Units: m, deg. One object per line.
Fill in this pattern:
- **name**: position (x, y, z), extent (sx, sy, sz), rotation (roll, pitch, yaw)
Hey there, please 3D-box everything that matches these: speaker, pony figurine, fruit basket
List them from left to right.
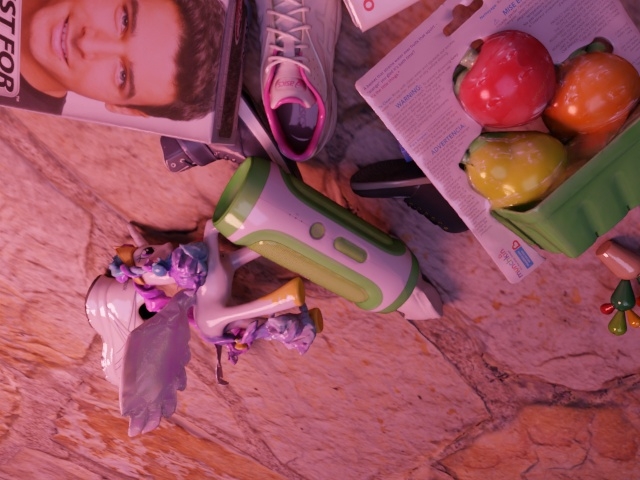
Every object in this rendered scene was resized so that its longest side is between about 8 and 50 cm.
- **pony figurine**: position (-0.189, 0.119, 0.764), extent (0.364, 0.303, 0.351), rotation (-9, 90, 14)
- **speaker**: position (0.000, 0.000, 0.633), extent (0.296, 0.131, 0.131), rotation (30, 121, -23)
- **fruit basket**: position (0.274, -0.170, 0.570), extent (0.327, 0.165, 0.353), rotation (-42, 96, 2)

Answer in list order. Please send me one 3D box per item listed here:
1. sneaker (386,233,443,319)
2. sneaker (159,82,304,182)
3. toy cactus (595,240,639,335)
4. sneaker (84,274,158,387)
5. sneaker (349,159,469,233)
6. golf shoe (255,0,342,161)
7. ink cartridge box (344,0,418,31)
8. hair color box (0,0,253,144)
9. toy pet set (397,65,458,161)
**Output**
- **sneaker**: position (0.143, 0.082, 0.806), extent (0.094, 0.080, 0.212), rotation (-20, 121, 30)
- **sneaker**: position (-0.137, -0.124, 0.669), extent (0.163, 0.086, 0.226), rotation (-33, 106, 11)
- **toy cactus**: position (0.568, 0.062, 0.758), extent (0.180, 0.112, 0.219), rotation (38, 122, 2)
- **sneaker**: position (-0.385, 0.203, 0.903), extent (0.129, 0.111, 0.297), rotation (-1, 124, -2)
- **sneaker**: position (0.160, -0.064, 0.698), extent (0.222, 0.083, 0.118), rotation (-4, 123, 5)
- **golf shoe**: position (-0.028, -0.246, 0.560), extent (0.115, 0.140, 0.306), rotation (-3, 122, 8)
- **ink cartridge box**: position (0.107, -0.364, 0.492), extent (0.208, 0.087, 0.153), rotation (-19, 120, 23)
- **hair color box**: position (-0.289, -0.244, 0.546), extent (0.375, 0.113, 0.185), rotation (10, 102, 2)
- **toy pet set**: position (0.167, -0.171, 0.638), extent (0.114, 0.065, 0.122), rotation (-20, 119, 16)
